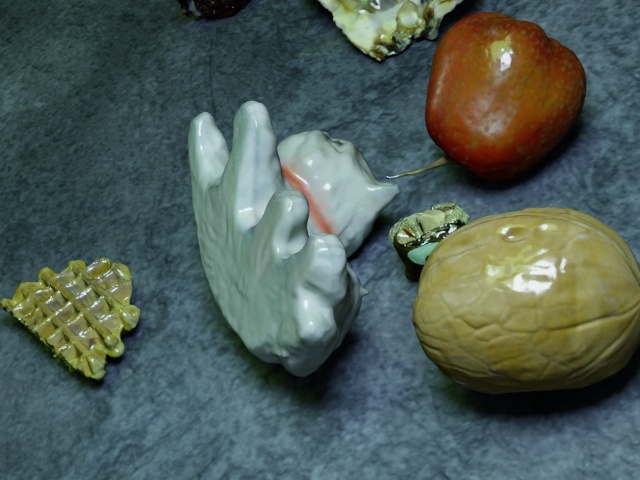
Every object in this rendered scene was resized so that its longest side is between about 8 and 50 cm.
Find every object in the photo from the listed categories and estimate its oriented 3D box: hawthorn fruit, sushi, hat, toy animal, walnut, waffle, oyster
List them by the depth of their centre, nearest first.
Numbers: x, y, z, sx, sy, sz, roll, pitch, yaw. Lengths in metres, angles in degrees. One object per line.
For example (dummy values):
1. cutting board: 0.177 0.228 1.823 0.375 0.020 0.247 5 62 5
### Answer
1. walnut: 0.176 0.050 1.090 0.197 0.165 0.165 -10 43 32
2. toy animal: 0.000 0.000 1.232 0.308 0.188 0.266 -11 71 60
3. hat: 0.112 0.004 1.252 0.077 0.059 0.076 -25 24 -4
4. hawthorn fruit: 0.167 -0.123 1.297 0.162 0.162 0.204 29 88 45
5. waffle: -0.277 0.086 1.399 0.192 0.046 0.161 -5 45 27
6. oyster: 0.079 -0.351 1.621 0.201 0.107 0.354 -47 52 9
7. sushi: -0.144 -0.349 1.746 0.094 0.084 0.098 -2 52 24
